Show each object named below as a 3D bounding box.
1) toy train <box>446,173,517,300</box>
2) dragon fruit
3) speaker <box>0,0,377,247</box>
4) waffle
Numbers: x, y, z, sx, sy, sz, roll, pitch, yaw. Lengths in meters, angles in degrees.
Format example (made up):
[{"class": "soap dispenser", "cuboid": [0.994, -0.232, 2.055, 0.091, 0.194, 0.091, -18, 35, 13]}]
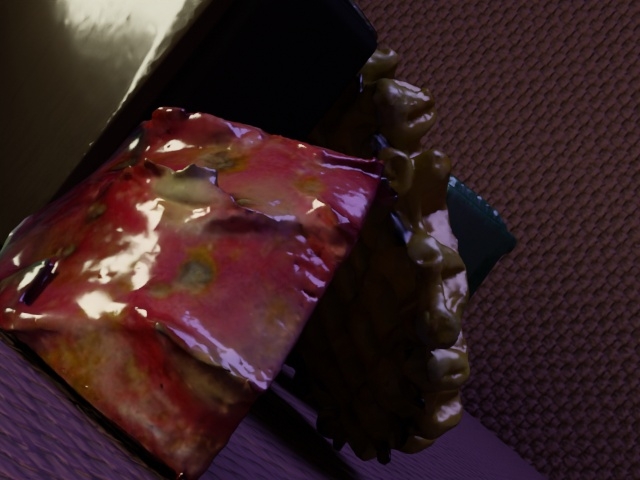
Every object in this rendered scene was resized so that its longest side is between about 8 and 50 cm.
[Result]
[{"class": "toy train", "cuboid": [0.000, 0.000, 1.517, 0.266, 0.202, 0.145, 36, 1, 34]}, {"class": "dragon fruit", "cuboid": [-0.057, -0.005, 0.893, 0.126, 0.161, 0.274, 41, 3, -5]}, {"class": "speaker", "cuboid": [-0.113, -0.100, 1.116, 0.192, 0.231, 0.153, 40, 2, 33]}, {"class": "waffle", "cuboid": [0.012, -0.004, 1.259, 0.329, 0.062, 0.329, 166, -90, -70]}]
